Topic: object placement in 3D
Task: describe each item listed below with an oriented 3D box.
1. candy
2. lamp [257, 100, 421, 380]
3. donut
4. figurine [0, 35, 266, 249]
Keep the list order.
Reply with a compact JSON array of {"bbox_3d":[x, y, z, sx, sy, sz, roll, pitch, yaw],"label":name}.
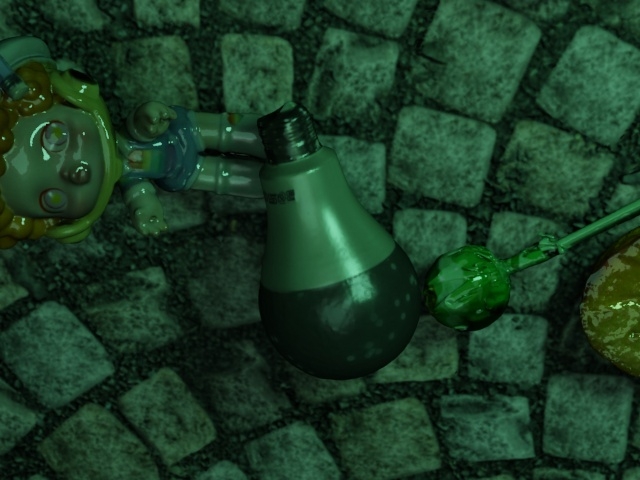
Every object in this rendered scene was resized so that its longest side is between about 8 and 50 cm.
[{"bbox_3d":[0.264,0.004,1.845,0.323,0.097,0.097,-26,107,8],"label":"candy"},{"bbox_3d":[-0.013,0.010,1.827,0.182,0.182,0.314,-28,100,18],"label":"lamp"},{"bbox_3d":[0.383,0.058,1.843,0.174,0.074,0.190,29,109,-4],"label":"donut"},{"bbox_3d":[-0.249,-0.090,1.825,0.382,0.205,0.224,15,112,-20],"label":"figurine"}]
